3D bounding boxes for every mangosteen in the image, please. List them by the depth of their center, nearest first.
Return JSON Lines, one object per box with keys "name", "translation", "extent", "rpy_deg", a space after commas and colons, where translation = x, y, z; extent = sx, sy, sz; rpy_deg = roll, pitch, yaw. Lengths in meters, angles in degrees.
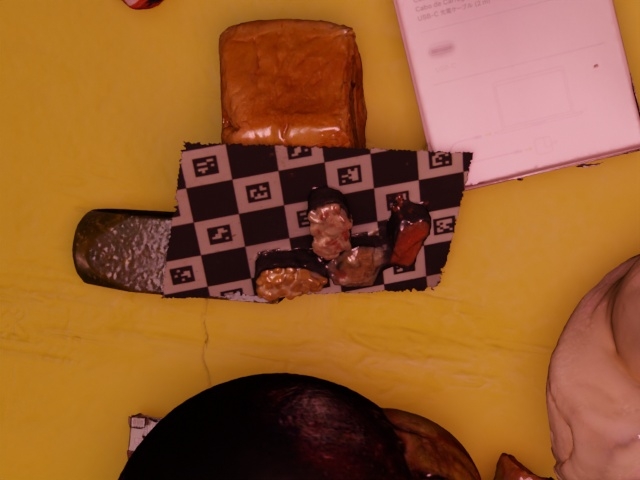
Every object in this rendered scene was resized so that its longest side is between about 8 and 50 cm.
{"name": "mangosteen", "translation": [0.002, 0.306, 1.390], "extent": [0.435, 0.382, 0.382], "rpy_deg": [-8, 92, -30]}

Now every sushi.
{"name": "sushi", "translation": [0.000, 0.000, 1.388], "extent": [0.280, 0.043, 0.192], "rpy_deg": [1, 131, -14]}

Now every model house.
{"name": "model house", "translation": [-0.158, 0.212, 1.532], "extent": [0.083, 0.057, 0.058], "rpy_deg": [6, 89, 6]}

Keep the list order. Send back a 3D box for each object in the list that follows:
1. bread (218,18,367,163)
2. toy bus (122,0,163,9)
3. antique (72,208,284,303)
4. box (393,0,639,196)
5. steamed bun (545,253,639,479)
{"name": "bread", "translation": [-0.030, -0.119, 1.435], "extent": [0.143, 0.149, 0.158], "rpy_deg": [-4, 56, 5]}
{"name": "toy bus", "translation": [-0.215, -0.311, 1.505], "extent": [0.174, 0.079, 0.077], "rpy_deg": [45, 107, 4]}
{"name": "antique", "translation": [-0.142, 0.014, 1.506], "extent": [0.221, 0.080, 0.081], "rpy_deg": [3, 95, 7]}
{"name": "box", "translation": [0.187, -0.183, 1.437], "extent": [0.203, 0.106, 0.251], "rpy_deg": [-14, 92, 10]}
{"name": "steamed bun", "translation": [0.361, 0.139, 1.361], "extent": [0.339, 0.247, 0.352], "rpy_deg": [-38, 123, -2]}
